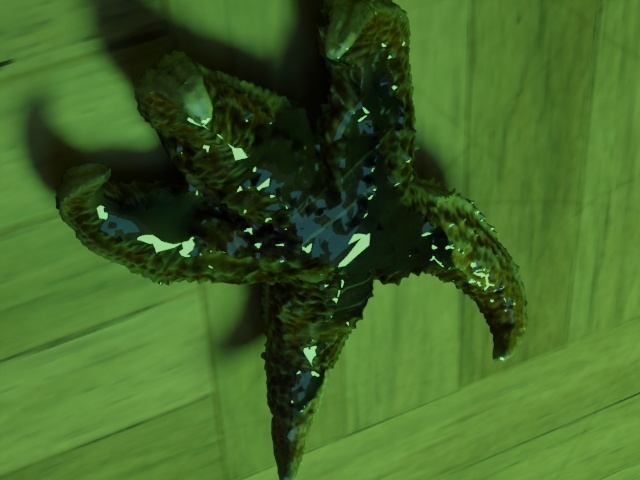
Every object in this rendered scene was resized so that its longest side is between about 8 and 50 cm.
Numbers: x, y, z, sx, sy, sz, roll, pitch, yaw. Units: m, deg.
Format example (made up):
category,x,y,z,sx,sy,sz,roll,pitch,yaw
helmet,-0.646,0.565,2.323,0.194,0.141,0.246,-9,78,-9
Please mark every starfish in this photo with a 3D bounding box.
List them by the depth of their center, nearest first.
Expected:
category,x,y,z,sx,sy,sz,roll,pitch,yaw
starfish,0.000,-0.001,0.613,0.238,0.071,0.216,18,121,-30
